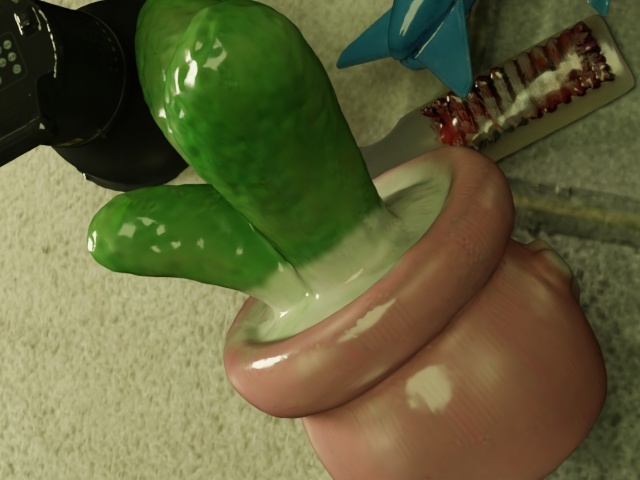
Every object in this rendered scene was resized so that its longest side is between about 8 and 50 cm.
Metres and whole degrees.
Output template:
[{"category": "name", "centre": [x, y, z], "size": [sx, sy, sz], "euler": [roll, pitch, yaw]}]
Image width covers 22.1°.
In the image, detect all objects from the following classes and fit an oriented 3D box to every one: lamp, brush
[{"category": "lamp", "centre": [-0.184, -0.120, 1.128], "size": [0.147, 0.227, 0.172], "euler": [-25, 78, 19]}, {"category": "brush", "centre": [0.059, -0.057, 1.125], "size": [0.321, 0.050, 0.060], "euler": [-28, 81, 19]}]

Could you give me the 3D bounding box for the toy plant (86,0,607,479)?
[{"category": "toy plant", "centre": [0.007, 0.001, 1.018], "size": [0.210, 0.317, 0.356], "euler": [-45, 104, 2]}]

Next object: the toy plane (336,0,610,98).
[{"category": "toy plane", "centre": [0.104, -0.228, 1.079], "size": [0.254, 0.105, 0.271], "euler": [20, 90, 45]}]
